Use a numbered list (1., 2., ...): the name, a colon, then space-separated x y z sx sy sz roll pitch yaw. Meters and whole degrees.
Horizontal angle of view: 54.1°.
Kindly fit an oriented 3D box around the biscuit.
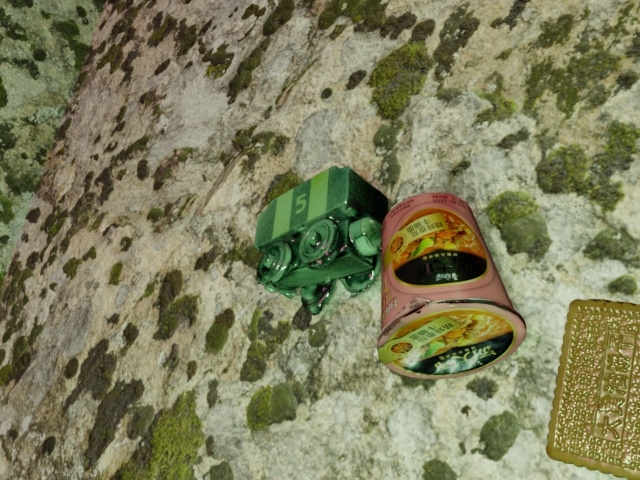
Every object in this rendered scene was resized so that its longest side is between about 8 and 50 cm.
1. biscuit: 0.428 0.206 0.903 0.172 0.029 0.254 4 69 38

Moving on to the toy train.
1. toy train: 0.000 0.000 1.232 0.299 0.167 0.238 -24 47 36

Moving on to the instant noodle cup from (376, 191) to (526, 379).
1. instant noodle cup: 0.192 0.064 1.036 0.244 0.244 0.255 -26 46 24
